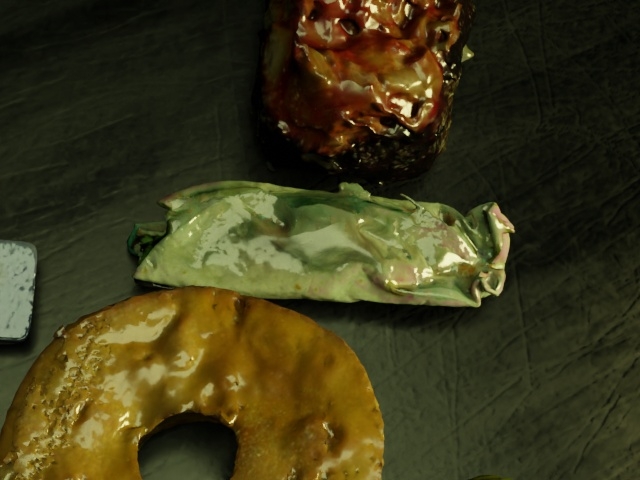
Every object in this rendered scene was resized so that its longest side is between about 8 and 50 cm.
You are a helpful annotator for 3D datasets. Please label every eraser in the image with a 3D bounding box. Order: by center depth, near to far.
[{"bbox_3d":[-0.333,0.036,1.057,0.225,0.036,0.082,4,75,-7],"label":"eraser"}]

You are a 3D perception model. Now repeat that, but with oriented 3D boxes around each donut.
[{"bbox_3d":[-0.088,0.166,0.991,0.277,0.108,0.278,-2,66,6],"label":"donut"}]

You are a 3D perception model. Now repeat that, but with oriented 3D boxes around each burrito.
[{"bbox_3d":[0.000,0.004,1.095,0.309,0.066,0.096,3,75,-4],"label":"burrito"}]

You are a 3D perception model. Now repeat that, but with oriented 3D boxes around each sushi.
[{"bbox_3d":[0.053,-0.214,1.110,0.196,0.182,0.344,12,75,-11],"label":"sushi"}]

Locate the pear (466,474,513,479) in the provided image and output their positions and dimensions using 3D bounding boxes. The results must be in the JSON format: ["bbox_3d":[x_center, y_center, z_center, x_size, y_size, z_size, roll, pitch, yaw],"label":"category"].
[{"bbox_3d":[0.097,0.293,0.945,0.212,0.212,0.269,21,85,-1],"label":"pear"}]
